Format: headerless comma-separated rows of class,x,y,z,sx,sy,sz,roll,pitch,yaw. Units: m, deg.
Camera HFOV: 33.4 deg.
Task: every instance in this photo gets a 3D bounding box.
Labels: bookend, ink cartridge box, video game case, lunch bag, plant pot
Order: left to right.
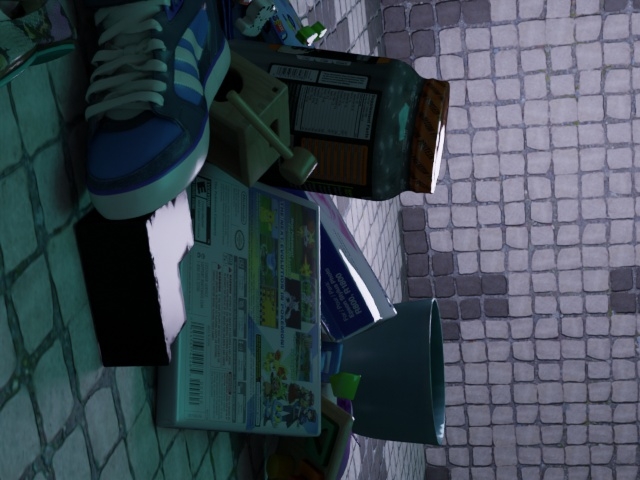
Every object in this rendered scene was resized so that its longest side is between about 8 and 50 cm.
bookend,-0.183,0.027,1.125,0.157,0.072,0.156,-67,153,-67
video game case,-0.096,0.081,1.372,0.300,0.036,0.329,18,67,-54
lunch bag,-0.075,-0.307,1.644,0.221,0.138,0.293,-41,115,-75
ink cartridge box,0.000,0.000,1.716,0.324,0.071,0.330,61,8,6
plant pot,0.121,0.265,2.155,0.293,0.235,0.293,-3,90,-78

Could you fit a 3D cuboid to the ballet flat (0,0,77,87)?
ballet flat,-0.255,-0.165,0.849,0.221,0.077,0.079,-75,141,-69

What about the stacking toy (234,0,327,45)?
stacking toy,-0.089,-0.331,1.380,0.167,0.052,0.221,49,22,15

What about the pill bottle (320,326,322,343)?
pill bottle,-0.060,0.169,1.575,0.208,0.119,0.119,-81,163,-48

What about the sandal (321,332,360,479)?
sandal,0.010,0.341,1.767,0.169,0.102,0.416,-141,-130,-60

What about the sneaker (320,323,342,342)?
sneaker,0.002,0.184,1.942,0.080,0.094,0.212,-83,166,-45

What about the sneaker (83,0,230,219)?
sneaker,-0.192,-0.203,1.049,0.323,0.130,0.236,-76,152,-46

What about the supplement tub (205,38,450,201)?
supplement tub,0.007,-0.159,1.439,0.193,0.316,0.194,9,90,-81

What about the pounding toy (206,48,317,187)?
pounding toy,-0.076,-0.148,1.245,0.094,0.206,0.181,-50,163,-22

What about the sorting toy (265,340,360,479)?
sorting toy,-0.030,0.317,1.587,0.196,0.047,0.348,25,-80,63
